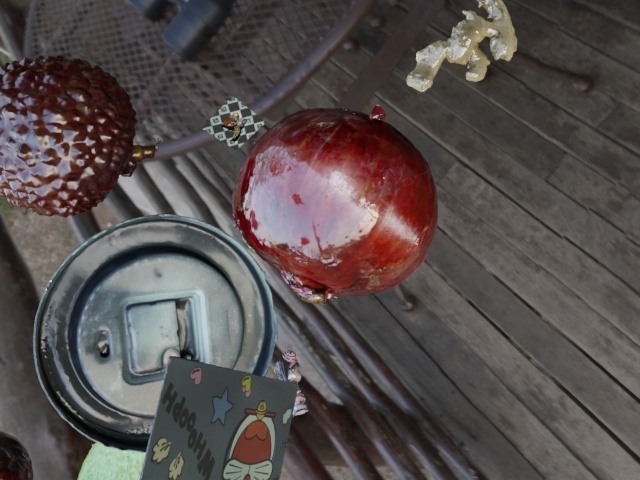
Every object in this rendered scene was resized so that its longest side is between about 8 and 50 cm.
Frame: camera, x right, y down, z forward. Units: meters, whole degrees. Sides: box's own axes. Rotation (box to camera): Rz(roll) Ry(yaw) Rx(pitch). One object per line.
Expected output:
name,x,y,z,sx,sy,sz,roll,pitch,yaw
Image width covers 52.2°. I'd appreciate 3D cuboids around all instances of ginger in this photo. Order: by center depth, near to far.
ginger,0.298,-0.387,1.344,0.259,0.065,0.149,-44,83,0

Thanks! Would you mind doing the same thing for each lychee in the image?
lychee,-0.410,-0.161,1.035,0.264,0.300,0.264,-171,90,-70

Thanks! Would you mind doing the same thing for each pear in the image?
pear,-0.287,0.512,1.357,0.343,0.318,0.238,-3,61,35

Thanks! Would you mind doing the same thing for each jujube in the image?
jujube,-0.727,0.524,1.392,0.318,0.223,0.223,-8,64,59

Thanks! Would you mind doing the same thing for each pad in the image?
pad,-0.095,0.216,0.655,0.006,0.245,0.170,5,75,28

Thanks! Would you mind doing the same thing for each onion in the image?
onion,0.017,-0.042,0.858,0.276,0.276,0.276,-13,65,28

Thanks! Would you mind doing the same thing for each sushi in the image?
sushi,-0.223,-0.304,1.670,0.120,0.126,0.026,-39,46,20

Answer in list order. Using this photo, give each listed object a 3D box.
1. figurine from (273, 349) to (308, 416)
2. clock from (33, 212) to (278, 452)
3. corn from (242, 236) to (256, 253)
figurine,-0.062,0.297,1.352,0.054,0.072,0.129,-6,60,-16
clock,-0.260,0.147,1.060,0.076,0.386,0.386,5,72,64
corn,0.000,0.000,1.125,0.345,0.131,0.131,11,77,43
